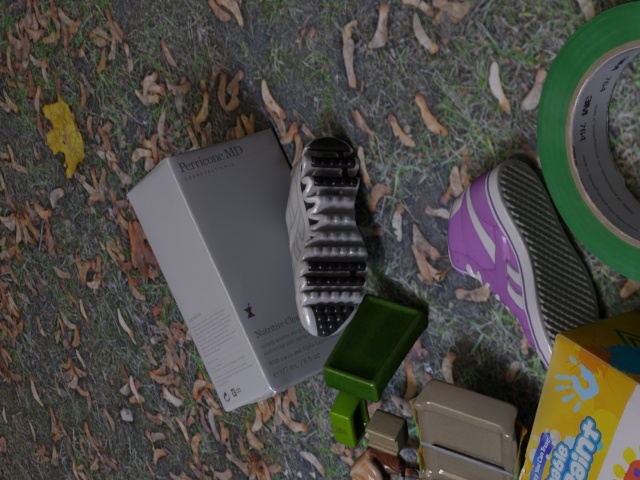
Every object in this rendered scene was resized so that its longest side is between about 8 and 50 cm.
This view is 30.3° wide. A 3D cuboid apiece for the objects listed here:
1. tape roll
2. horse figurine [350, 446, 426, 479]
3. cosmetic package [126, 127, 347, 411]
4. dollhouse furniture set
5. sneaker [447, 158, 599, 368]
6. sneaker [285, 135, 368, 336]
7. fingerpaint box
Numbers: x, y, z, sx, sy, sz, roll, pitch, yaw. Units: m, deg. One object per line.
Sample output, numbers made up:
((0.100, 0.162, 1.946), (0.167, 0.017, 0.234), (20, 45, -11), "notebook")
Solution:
((0.387, -0.108, 1.293), (0.321, 0.077, 0.321), (24, 124, 42), "tape roll")
((0.094, 0.405, 1.863), (0.174, 0.066, 0.263), (36, 136, 30), "horse figurine")
((-0.112, 0.042, 1.830), (0.156, 0.217, 0.385), (-29, 86, 51), "cosmetic package")
((0.175, 0.231, 1.697), (0.301, 0.151, 0.197), (17, 140, 25), "dollhouse furniture set")
((0.251, 0.052, 1.512), (0.161, 0.102, 0.282), (-35, 69, 54), "sneaker")
((0.000, 0.000, 1.734), (0.118, 0.110, 0.292), (-25, 60, 60), "sneaker")
((0.406, 0.364, 1.363), (0.371, 0.163, 0.444), (33, 124, 43), "fingerpaint box")
